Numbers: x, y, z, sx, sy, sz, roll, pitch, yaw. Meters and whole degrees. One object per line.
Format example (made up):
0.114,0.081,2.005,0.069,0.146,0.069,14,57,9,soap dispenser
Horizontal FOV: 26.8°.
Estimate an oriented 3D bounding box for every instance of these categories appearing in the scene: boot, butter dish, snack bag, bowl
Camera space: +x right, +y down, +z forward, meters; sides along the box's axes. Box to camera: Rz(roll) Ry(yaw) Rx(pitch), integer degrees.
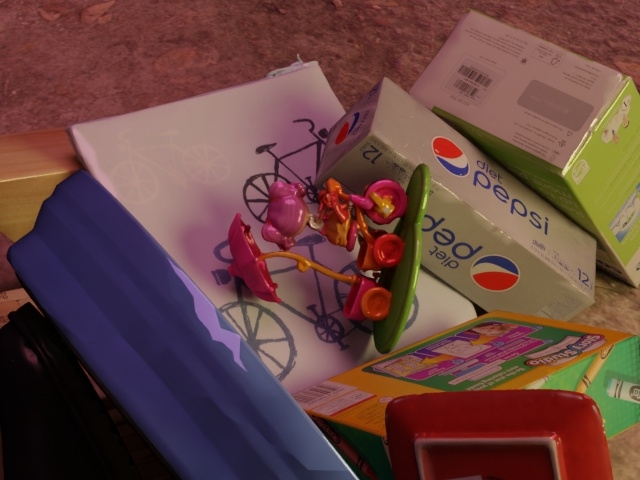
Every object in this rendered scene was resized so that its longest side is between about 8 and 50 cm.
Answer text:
-0.207,0.189,0.838,0.207,0.246,0.094,-28,2,-13,boot
0.143,0.167,0.948,0.160,0.160,0.118,-6,12,29,butter dish
-0.047,-0.004,1.264,0.323,0.037,0.342,-21,72,-37,snack bag
-0.063,0.128,0.874,0.077,0.391,0.391,-40,45,-10,bowl

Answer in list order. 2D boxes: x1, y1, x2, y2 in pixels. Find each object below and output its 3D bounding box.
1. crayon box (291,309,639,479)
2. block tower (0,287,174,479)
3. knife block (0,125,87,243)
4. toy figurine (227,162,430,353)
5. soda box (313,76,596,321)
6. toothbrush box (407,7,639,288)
0.119,0.141,1.115,0.278,0.081,0.165,-18,17,-37,crayon box
-0.199,0.163,1.053,0.097,0.091,0.335,-11,36,-28,block tower
-0.194,-0.071,1.296,0.242,0.276,0.088,-48,48,-6,knife block
0.000,0.000,1.180,0.159,0.173,0.130,13,5,-9,toy figurine
0.136,-0.026,1.303,0.286,0.091,0.098,35,39,-17,soda box
0.245,-0.092,1.401,0.206,0.122,0.283,32,-5,35,toothbrush box
